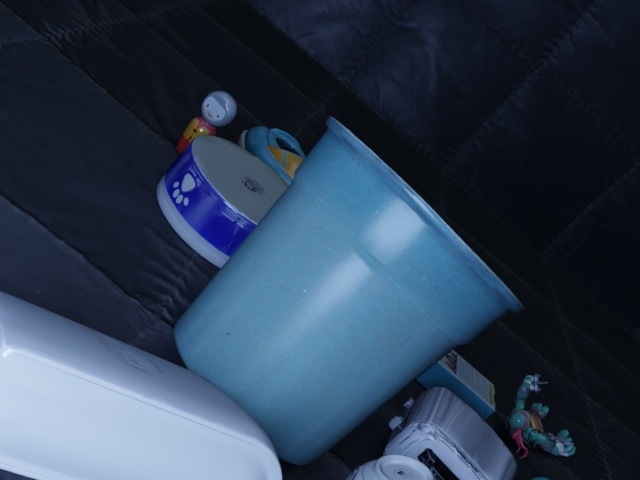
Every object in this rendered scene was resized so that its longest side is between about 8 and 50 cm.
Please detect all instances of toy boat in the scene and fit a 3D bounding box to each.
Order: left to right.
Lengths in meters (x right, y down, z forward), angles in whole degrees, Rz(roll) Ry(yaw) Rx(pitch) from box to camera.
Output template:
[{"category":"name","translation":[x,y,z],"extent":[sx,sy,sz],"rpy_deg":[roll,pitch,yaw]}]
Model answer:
[{"category":"toy boat","translation":[-0.124,-0.172,1.561],"extent":[0.318,0.148,0.267],"rpy_deg":[27,26,-35]}]

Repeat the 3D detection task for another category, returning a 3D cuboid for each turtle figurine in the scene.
[{"category":"turtle figurine","translation":[0.424,0.357,1.544],"extent":[0.234,0.118,0.175],"rpy_deg":[37,31,-57]}]

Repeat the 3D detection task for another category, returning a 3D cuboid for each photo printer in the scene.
[{"category":"photo printer","translation":[-0.193,0.161,0.739],"extent":[0.307,0.107,0.256],"rpy_deg":[30,-6,-28]}]

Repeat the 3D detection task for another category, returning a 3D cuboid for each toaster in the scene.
[{"category":"toaster","translation":[0.197,0.338,1.173],"extent":[0.227,0.129,0.146],"rpy_deg":[47,25,7]}]

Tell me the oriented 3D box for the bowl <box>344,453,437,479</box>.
[{"category":"bowl","translation":[0.097,0.325,0.990],"extent":[0.170,0.080,0.170],"rpy_deg":[10,17,-3]}]

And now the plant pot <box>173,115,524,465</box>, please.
[{"category":"plant pot","translation":[0.017,0.080,0.994],"extent":[0.341,0.334,0.341],"rpy_deg":[45,4,-4]}]

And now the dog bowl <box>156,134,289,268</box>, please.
[{"category":"dog bowl","translation":[-0.147,-0.059,1.366],"extent":[0.265,0.104,0.265],"rpy_deg":[35,22,-16]}]

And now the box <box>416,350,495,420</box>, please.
[{"category":"box","translation":[0.223,0.241,1.490],"extent":[0.244,0.060,0.100],"rpy_deg":[41,21,-4]}]

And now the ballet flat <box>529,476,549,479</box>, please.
[{"category":"ballet flat","translation":[0.383,0.493,1.259],"extent":[0.247,0.083,0.087],"rpy_deg":[-84,156,-65]}]
